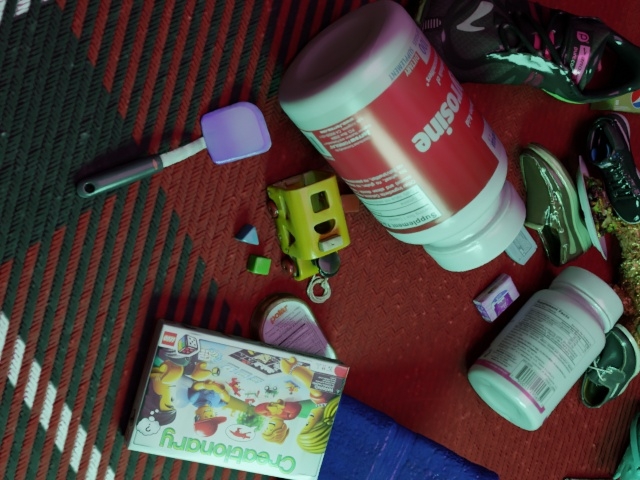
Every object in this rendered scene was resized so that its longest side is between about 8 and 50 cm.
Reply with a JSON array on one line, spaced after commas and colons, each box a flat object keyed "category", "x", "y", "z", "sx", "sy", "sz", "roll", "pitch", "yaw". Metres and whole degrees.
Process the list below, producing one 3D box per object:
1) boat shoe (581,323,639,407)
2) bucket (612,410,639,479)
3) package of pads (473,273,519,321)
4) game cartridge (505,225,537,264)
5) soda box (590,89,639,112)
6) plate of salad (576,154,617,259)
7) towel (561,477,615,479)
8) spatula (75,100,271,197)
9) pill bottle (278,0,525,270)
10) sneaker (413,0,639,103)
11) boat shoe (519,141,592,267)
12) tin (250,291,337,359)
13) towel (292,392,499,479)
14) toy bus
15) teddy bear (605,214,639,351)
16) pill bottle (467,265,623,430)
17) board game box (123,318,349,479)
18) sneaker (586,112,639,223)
[{"category": "boat shoe", "x": 0.558, "y": 0.249, "z": 1.740, "sx": 0.079, "sy": 0.084, "sz": 0.233, "roll": -26, "pitch": 144, "yaw": -17}, {"category": "bucket", "x": 0.755, "y": 0.458, "z": 1.835, "sx": 0.281, "sy": 0.281, "sz": 0.183, "roll": 27, "pitch": 85, "yaw": -31}, {"category": "package of pads", "x": 0.325, "y": 0.106, "z": 1.652, "sx": 0.083, "sy": 0.032, "sz": 0.050, "roll": -41, "pitch": 115, "yaw": -18}, {"category": "game cartridge", "x": 0.365, "y": 0.003, "z": 1.667, "sx": 0.056, "sy": 0.017, "sz": 0.083, "roll": -49, "pitch": 118, "yaw": -17}, {"category": "soda box", "x": 0.606, "y": -0.274, "z": 1.726, "sx": 0.181, "sy": 0.061, "sz": 0.058, "roll": -2, "pitch": 99, "yaw": -30}, {"category": "plate of salad", "x": 0.512, "y": -0.063, "z": 1.658, "sx": 0.200, "sy": 0.048, "sz": 0.200, "roll": -13, "pitch": 90, "yaw": -69}, {"category": "towel", "x": 0.549, "y": 0.550, "z": 1.875, "sx": 0.152, "sy": 0.023, "sz": 0.113, "roll": 9, "pitch": 97, "yaw": -33}, {"category": "spatula", "x": -0.213, "y": -0.124, "z": 1.301, "sx": 0.296, "sy": 0.030, "sz": 0.084, "roll": -24, "pitch": 109, "yaw": -24}, {"category": "pill bottle", "x": 0.141, "y": -0.145, "z": 1.386, "sx": 0.229, "sy": 0.229, "sz": 0.408, "roll": -50, "pitch": 119, "yaw": -13}, {"category": "sneaker", "x": 0.360, "y": -0.330, "z": 1.492, "sx": 0.482, "sy": 0.202, "sz": 0.185, "roll": 1, "pitch": 98, "yaw": -30}, {"category": "boat shoe", "x": 0.416, "y": -0.055, "z": 1.642, "sx": 0.095, "sy": 0.095, "sz": 0.257, "roll": -39, "pitch": 116, "yaw": -12}, {"category": "tin", "x": -0.039, "y": 0.170, "z": 1.454, "sx": 0.106, "sy": 0.040, "sz": 0.190, "roll": -40, "pitch": 116, "yaw": -23}, {"category": "towel", "x": 0.112, "y": 0.415, "z": 1.470, "sx": 0.308, "sy": 0.076, "sz": 0.228, "roll": 26, "pitch": 81, "yaw": 8}, {"category": "toy bus", "x": -0.007, "y": -0.009, "z": 1.397, "sx": 0.202, "sy": 0.104, "sz": 0.191, "roll": 28, "pitch": 85, "yaw": -30}, {"category": "teddy bear", "x": 0.661, "y": 0.079, "z": 1.797, "sx": 0.245, "sy": 0.113, "sz": 0.338, "roll": 12, "pitch": 93, "yaw": -29}, {"category": "pill bottle", "x": 0.416, "y": 0.192, "z": 1.647, "sx": 0.283, "sy": 0.160, "sz": 0.160, "roll": -46, "pitch": 118, "yaw": -15}, {"category": "board game box", "x": -0.125, "y": 0.248, "z": 1.374, "sx": 0.305, "sy": 0.053, "sz": 0.193, "roll": 15, "pitch": 91, "yaw": -19}, {"category": "sneaker", "x": 0.546, "y": -0.127, "z": 1.682, "sx": 0.121, "sy": 0.079, "sz": 0.217, "roll": -21, "pitch": 96, "yaw": -52}]
